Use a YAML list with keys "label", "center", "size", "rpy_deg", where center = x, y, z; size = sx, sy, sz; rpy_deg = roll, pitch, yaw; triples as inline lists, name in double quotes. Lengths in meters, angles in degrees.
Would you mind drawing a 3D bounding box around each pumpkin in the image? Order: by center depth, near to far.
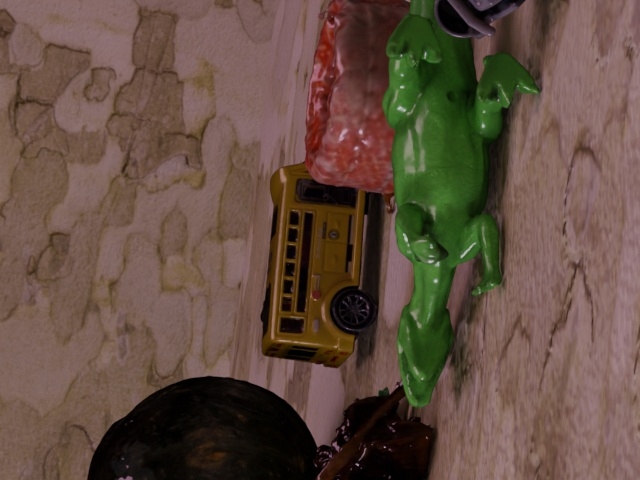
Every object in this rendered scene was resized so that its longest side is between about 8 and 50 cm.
- label: "pumpkin"
  center: [-0.143, 0.404, 2.099]
  size: [0.454, 0.344, 0.454]
  rpy_deg: [173, 90, -86]

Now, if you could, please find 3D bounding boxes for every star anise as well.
- label: "star anise"
  center: [0.043, 0.275, 1.700]
  size: [0.190, 0.126, 0.220]
  rpy_deg: [132, 141, -65]

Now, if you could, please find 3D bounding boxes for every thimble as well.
- label: "thimble"
  center: [0.069, -0.168, 1.781]
  size: [0.239, 0.162, 0.239]
  rpy_deg: [-173, 90, -82]

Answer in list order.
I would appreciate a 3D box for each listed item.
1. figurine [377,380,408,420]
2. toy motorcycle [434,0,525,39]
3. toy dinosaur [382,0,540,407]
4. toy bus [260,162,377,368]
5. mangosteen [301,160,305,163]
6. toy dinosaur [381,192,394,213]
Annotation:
- label: "figurine"
  center: [0.061, 0.249, 1.808]
  size: [0.083, 0.083, 0.187]
  rpy_deg: [-106, 34, -69]
- label: "toy motorcycle"
  center: [0.166, -0.248, 1.382]
  size: [0.122, 0.080, 0.215]
  rpy_deg: [-47, 8, -17]
- label: "toy dinosaur"
  center: [0.127, -0.124, 1.620]
  size: [0.500, 0.144, 0.374]
  rpy_deg: [-88, 1, -45]
- label: "toy bus"
  center: [0.000, 0.000, 2.130]
  size: [0.145, 0.151, 0.331]
  rpy_deg: [118, 157, -73]
- label: "mangosteen"
  center: [0.000, -0.095, 2.467]
  size: [0.081, 0.081, 0.081]
  rpy_deg: [-173, 90, -81]
- label: "toy dinosaur"
  center: [0.091, -0.084, 2.014]
  size: [0.041, 0.026, 0.113]
  rpy_deg: [-105, 14, -51]
